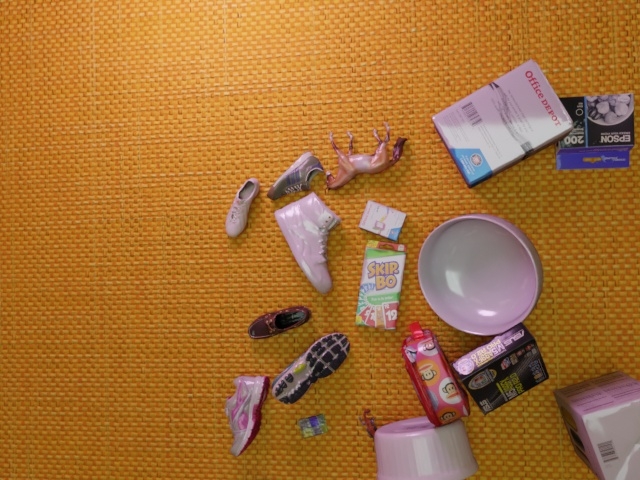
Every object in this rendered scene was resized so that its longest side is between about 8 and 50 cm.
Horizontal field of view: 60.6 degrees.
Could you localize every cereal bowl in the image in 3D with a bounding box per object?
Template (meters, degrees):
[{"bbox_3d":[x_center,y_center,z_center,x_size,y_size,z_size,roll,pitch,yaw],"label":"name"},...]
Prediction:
[{"bbox_3d":[0.450,0.084,1.517,0.339,0.141,0.339,11,109,36],"label":"cereal bowl"}]

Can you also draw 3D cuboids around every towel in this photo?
[{"bbox_3d":[-0.023,0.567,1.668,0.083,0.009,0.060,-17,85,7],"label":"towel"}]

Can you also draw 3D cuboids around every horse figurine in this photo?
[{"bbox_3d":[0.132,-0.254,1.642,0.263,0.066,0.174,-7,82,10],"label":"horse figurine"}]

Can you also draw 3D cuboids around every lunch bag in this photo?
[{"bbox_3d":[0.301,0.346,1.487,0.120,0.293,0.258,-24,82,7],"label":"lunch bag"}]

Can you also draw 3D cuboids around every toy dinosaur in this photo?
[{"bbox_3d":[0.150,0.543,1.618,0.047,0.090,0.082,-28,117,-9],"label":"toy dinosaur"}]

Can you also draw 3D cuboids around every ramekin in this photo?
[{"bbox_3d":[0.279,0.571,1.500,0.277,0.277,0.135,-11,79,8],"label":"ramekin"}]

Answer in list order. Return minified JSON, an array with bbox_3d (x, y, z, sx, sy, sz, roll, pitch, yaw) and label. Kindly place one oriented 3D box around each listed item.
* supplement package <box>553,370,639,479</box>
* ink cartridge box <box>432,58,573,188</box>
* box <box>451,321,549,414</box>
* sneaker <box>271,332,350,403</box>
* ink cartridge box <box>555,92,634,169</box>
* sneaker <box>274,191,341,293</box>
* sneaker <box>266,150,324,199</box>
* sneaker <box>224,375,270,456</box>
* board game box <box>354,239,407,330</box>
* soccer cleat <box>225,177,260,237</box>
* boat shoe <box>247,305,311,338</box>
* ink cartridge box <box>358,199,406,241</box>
[{"bbox_3d":[0.772,0.488,1.431,0.198,0.263,0.199,-20,86,8],"label":"supplement package"},{"bbox_3d":[0.505,-0.319,1.540,0.307,0.129,0.223,-29,81,13],"label":"ink cartridge box"},{"bbox_3d":[0.494,0.355,1.485,0.216,0.270,0.060,-33,45,5],"label":"box"},{"bbox_3d":[-0.037,0.366,1.629,0.275,0.110,0.107,-36,101,-12],"label":"sneaker"},{"bbox_3d":[0.781,-0.309,1.563,0.206,0.045,0.208,-2,90,8],"label":"ink cartridge box"},{"bbox_3d":[0.000,0.000,1.632,0.169,0.108,0.292,-29,83,9],"label":"sneaker"},{"bbox_3d":[-0.070,-0.178,1.666,0.192,0.064,0.086,-45,78,1],"label":"sneaker"},{"bbox_3d":[-0.237,0.523,1.661,0.111,0.103,0.252,14,84,12],"label":"sneaker"},{"bbox_3d":[0.182,0.132,1.641,0.124,0.039,0.259,8,87,7],"label":"board game box"},{"bbox_3d":[-0.246,-0.103,1.684,0.068,0.076,0.196,25,92,8],"label":"soccer cleat"},{"bbox_3d":[-0.130,0.248,1.661,0.207,0.073,0.073,-23,87,8],"label":"boat shoe"},{"bbox_3d":[0.185,-0.058,1.635,0.122,0.052,0.088,21,92,9],"label":"ink cartridge box"}]
